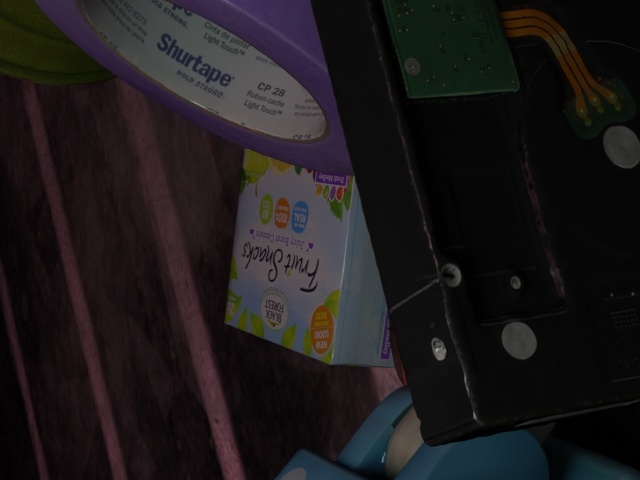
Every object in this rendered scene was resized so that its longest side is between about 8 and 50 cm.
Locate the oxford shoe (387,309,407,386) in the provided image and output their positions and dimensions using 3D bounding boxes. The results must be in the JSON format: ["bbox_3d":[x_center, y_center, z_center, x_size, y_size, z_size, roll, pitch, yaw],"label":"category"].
[{"bbox_3d":[0.079,-0.010,0.983,0.098,0.097,0.271,-131,41,-58],"label":"oxford shoe"}]

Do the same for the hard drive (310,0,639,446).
[{"bbox_3d":[0.120,-0.084,0.711,0.064,0.237,0.338,-37,64,61],"label":"hard drive"}]

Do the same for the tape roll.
[{"bbox_3d":[-0.059,-0.150,0.956,0.090,0.275,0.275,-63,23,-12],"label":"tape roll"}]

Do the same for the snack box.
[{"bbox_3d":[0.000,0.000,1.143,0.207,0.070,0.174,15,98,64],"label":"snack box"}]

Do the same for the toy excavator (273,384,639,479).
[{"bbox_3d":[0.105,0.131,0.851,0.433,0.445,0.222,46,164,-22],"label":"toy excavator"}]

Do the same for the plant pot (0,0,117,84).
[{"bbox_3d":[-0.150,-0.350,1.126,0.353,0.367,0.366,-20,78,52],"label":"plant pot"}]
